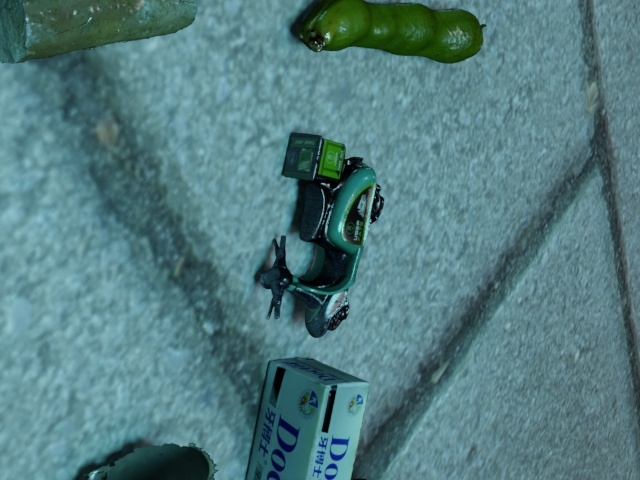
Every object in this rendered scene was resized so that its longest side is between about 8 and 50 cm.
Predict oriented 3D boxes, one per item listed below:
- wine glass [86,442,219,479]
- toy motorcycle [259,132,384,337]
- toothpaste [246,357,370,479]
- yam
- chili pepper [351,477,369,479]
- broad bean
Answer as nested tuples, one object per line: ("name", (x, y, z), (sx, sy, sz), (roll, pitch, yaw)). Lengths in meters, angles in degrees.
("wine glass", (-0.115, 0.260, 0.644), (0.111, 0.111, 0.205), (-29, 123, -41))
("toy motorcycle", (0.000, 0.000, 0.742), (0.100, 0.058, 0.173), (10, 92, -43))
("toothpaste", (-0.033, 0.280, 0.770), (0.067, 0.081, 0.337), (6, 96, -46))
("yam", (-0.143, -0.148, 0.535), (0.132, 0.054, 0.054), (-26, 121, -41))
("chili pepper", (0.082, 0.363, 0.884), (0.136, 0.144, 0.253), (-17, 114, -4))
("broad bean", (0.070, -0.191, 0.767), (0.256, 0.053, 0.052), (-12, 148, -46))
